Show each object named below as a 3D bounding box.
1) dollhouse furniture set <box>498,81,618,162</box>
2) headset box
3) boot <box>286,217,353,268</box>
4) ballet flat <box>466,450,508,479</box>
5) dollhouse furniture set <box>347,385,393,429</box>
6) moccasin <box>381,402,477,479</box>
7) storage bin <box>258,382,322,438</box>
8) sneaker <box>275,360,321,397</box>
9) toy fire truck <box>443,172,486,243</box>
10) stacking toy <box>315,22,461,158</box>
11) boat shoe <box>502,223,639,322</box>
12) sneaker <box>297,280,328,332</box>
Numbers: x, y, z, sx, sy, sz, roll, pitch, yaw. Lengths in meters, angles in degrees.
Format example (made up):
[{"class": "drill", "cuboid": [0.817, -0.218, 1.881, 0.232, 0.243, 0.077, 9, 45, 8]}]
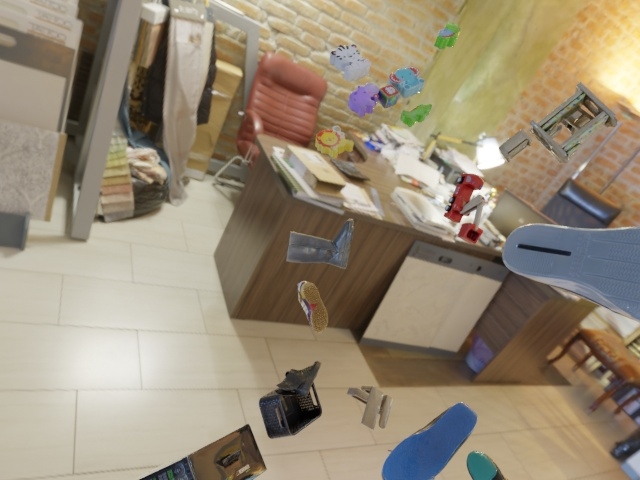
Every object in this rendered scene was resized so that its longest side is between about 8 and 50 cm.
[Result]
[{"class": "dollhouse furniture set", "cuboid": [0.474, -0.193, 0.911, 0.101, 0.182, 0.161, 55, 17, 18]}, {"class": "headset box", "cuboid": [-0.311, 0.597, 1.124, 0.246, 0.283, 0.131, 8, 53, -63]}, {"class": "boot", "cuboid": [0.000, -0.001, 1.523, 0.209, 0.189, 0.076, 12, -9, 9]}, {"class": "ballet flat", "cuboid": [0.429, 0.599, 1.089, 0.068, 0.072, 0.213, 56, -7, -14]}, {"class": "dollhouse furniture set", "cuboid": [0.158, 0.584, 1.541, 0.144, 0.151, 0.123, 37, 58, -26]}, {"class": "moccasin", "cuboid": [0.319, 0.604, 1.281, 0.342, 0.116, 0.137, -22, 53, -23]}, {"class": "storage bin", "cuboid": [-0.087, 0.497, 1.340, 0.180, 0.084, 0.122, -4, 74, -59]}, {"class": "sneaker", "cuboid": [-0.062, 0.398, 1.319, 0.089, 0.051, 0.170, 23, 29, 8]}, {"class": "toy fire truck", "cuboid": [0.400, -0.092, 1.213, 0.047, 0.192, 0.135, 25, -2, -22]}, {"class": "stacking toy", "cuboid": [0.098, -0.226, 0.674, 0.221, 0.167, 0.052, -26, 66, -20]}, {"class": "boat shoe", "cuboid": [0.368, 0.037, 0.543, 0.094, 0.109, 0.302, 18, 4, -28]}, {"class": "sneaker", "cuboid": [-0.029, 0.226, 1.549, 0.070, 0.185, 0.084, -18, 9, -21]}]
